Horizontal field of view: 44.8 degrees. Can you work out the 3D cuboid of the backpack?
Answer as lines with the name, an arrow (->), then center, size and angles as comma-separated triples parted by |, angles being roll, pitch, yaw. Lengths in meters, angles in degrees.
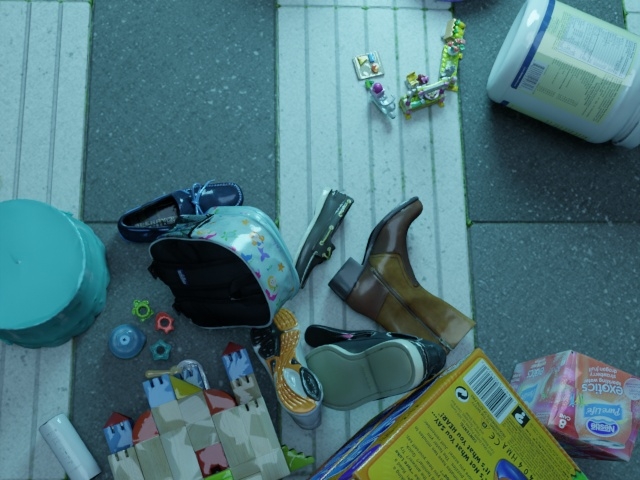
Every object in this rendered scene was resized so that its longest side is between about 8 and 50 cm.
backpack -> -0.161, 0.049, 1.434 | 0.191, 0.253, 0.225 | -44, 119, -35

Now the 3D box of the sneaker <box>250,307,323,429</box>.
sneaker -> -0.064, 0.249, 1.480 | 0.099, 0.121, 0.262 | -16, 46, -7

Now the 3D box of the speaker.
speaker -> -0.465, 0.392, 1.446 | 0.055, 0.055, 0.136 | -35, 81, -12

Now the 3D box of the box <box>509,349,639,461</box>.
box -> 0.446, 0.303, 1.413 | 0.154, 0.300, 0.142 | 24, 76, 1

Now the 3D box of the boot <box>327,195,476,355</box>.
boot -> 0.199, 0.084, 1.553 | 0.280, 0.096, 0.264 | 39, 76, 5

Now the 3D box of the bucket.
bucket -> -0.543, 0.059, 1.455 | 0.281, 0.183, 0.281 | 1, 76, -4

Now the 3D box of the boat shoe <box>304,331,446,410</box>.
boat shoe -> 0.095, 0.230, 1.420 | 0.113, 0.340, 0.127 | -10, 78, -37

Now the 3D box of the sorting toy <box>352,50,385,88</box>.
sorting toy -> 0.109, -0.373, 1.698 | 0.062, 0.012, 0.083 | -13, 77, -8

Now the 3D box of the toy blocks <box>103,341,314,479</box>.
toy blocks -> -0.235, 0.346, 1.402 | 0.381, 0.191, 0.261 | -20, 80, -9

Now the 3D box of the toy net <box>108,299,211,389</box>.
toy net -> -0.296, 0.223, 1.509 | 0.232, 0.045, 0.122 | 37, 75, 3

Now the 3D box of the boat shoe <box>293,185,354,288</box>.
boat shoe -> 0.000, 0.000, 1.564 | 0.069, 0.081, 0.227 | 21, 73, 5

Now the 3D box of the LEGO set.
LEGO set -> 0.245, -0.367, 1.659 | 0.287, 0.107, 0.132 | -43, 83, -12

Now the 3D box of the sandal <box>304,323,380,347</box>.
sandal -> 0.055, 0.207, 1.527 | 0.179, 0.040, 0.067 | 8, 114, 3

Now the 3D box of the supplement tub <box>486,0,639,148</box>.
supplement tub -> 0.535, -0.343, 1.610 | 0.325, 0.235, 0.235 | 24, 76, 1

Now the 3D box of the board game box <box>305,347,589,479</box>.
board game box -> 0.179, 0.466, 1.258 | 0.356, 0.356, 0.356 | -32, 80, -43

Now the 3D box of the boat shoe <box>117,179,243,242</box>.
boat shoe -> -0.274, -0.051, 1.551 | 0.258, 0.089, 0.109 | -24, 80, -10
